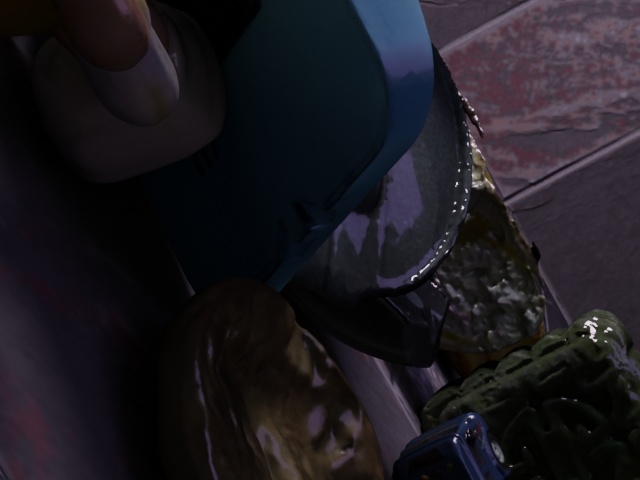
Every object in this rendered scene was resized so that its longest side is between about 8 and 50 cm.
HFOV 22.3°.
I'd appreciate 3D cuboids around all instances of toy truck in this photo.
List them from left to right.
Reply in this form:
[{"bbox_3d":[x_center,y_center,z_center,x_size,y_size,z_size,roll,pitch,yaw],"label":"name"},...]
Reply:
[{"bbox_3d":[0.120,0.227,1.141,0.201,0.074,0.088,63,20,2],"label":"toy truck"}]

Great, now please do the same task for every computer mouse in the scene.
[{"bbox_3d":[-0.017,-0.117,1.064,0.203,0.114,0.374,12,38,-34],"label":"computer mouse"},{"bbox_3d":[-0.001,0.001,1.129,0.231,0.071,0.126,50,24,8],"label":"computer mouse"}]

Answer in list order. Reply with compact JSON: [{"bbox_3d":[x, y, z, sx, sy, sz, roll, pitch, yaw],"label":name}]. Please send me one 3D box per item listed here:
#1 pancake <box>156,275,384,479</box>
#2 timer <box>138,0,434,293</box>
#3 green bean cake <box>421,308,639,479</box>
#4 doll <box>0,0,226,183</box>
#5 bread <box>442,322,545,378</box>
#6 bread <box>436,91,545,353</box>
[{"bbox_3d":[-0.018,0.132,0.791,0.242,0.050,0.242,57,20,-35],"label":"pancake"},{"bbox_3d":[-0.033,-0.112,0.849,0.091,0.232,0.250,-11,69,-34],"label":"timer"},{"bbox_3d":[0.196,0.171,1.308,0.185,0.183,0.094,63,12,5],"label":"green bean cake"},{"bbox_3d":[-0.155,-0.179,0.669,0.348,0.161,0.423,48,-3,47],"label":"doll"},{"bbox_3d":[0.120,0.006,1.579,0.234,0.110,0.184,60,8,-20],"label":"bread"},{"bbox_3d":[0.084,-0.011,1.373,0.156,0.158,0.260,64,3,-58],"label":"bread"}]
